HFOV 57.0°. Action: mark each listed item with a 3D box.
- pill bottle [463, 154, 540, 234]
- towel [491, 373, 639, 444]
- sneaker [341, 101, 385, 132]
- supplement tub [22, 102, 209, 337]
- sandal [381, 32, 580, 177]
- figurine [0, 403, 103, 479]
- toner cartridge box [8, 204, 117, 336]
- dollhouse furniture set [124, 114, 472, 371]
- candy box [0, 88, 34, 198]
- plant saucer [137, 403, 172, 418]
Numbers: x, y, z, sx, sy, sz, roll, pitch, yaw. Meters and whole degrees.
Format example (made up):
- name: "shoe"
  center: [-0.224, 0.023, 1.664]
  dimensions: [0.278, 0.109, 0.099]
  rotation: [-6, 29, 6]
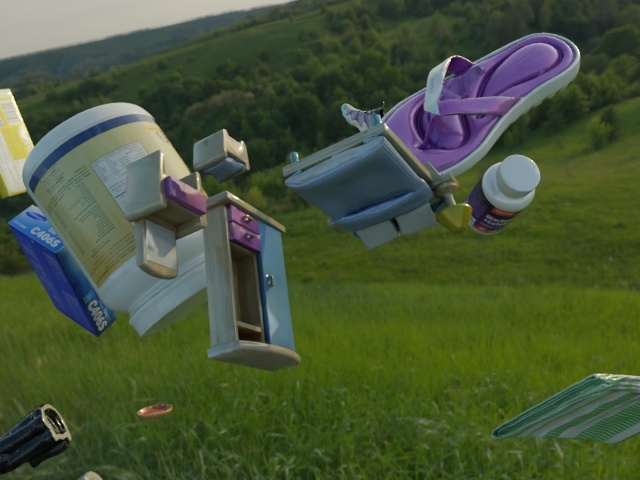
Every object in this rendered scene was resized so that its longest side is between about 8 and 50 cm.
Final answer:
- name: "pill bottle"
  center: [0.373, -0.094, 1.214]
  dimensions: [0.108, 0.108, 0.193]
  rotation: [-17, -19, -12]
- name: "towel"
  center: [0.501, 0.304, 1.033]
  dimensions: [0.324, 0.248, 0.038]
  rotation: [11, 49, -29]
- name: "sneaker"
  center: [0.086, -0.224, 1.045]
  dimensions: [0.069, 0.098, 0.038]
  rotation: [-49, -13, 34]
- name: "supplement tub"
  center: [-0.288, -0.029, 0.934]
  dimensions: [0.228, 0.316, 0.228]
  rotation: [-35, -3, -2]
- name: "sandal"
  center: [0.227, -0.229, 0.891]
  dimensions: [0.416, 0.102, 0.169]
  rotation: [-37, 52, -21]
- name: "figurine"
  center: [-0.466, 0.403, 0.916]
  dimensions: [0.209, 0.215, 0.092]
  rotation: [-33, 1, -12]
- name: "toner cartridge box"
  center: [-0.626, 0.085, 1.456]
  dimensions: [0.165, 0.348, 0.075]
  rotation: [26, 54, 19]
- name: "dollhouse furniture set"
  center: [0.000, 0.000, 0.654]
  dimensions: [0.303, 0.198, 0.286]
  rotation: [-20, -26, 22]
- name: "candy box"
  center: [-0.615, -0.191, 1.152]
  dimensions: [0.027, 0.206, 0.105]
  rotation: [-14, 10, 28]
- name: "plant saucer"
  center: [-0.404, 0.418, 1.438]
  dimensions: [0.083, 0.013, 0.083]
  rotation: [-6, 2, 0]
